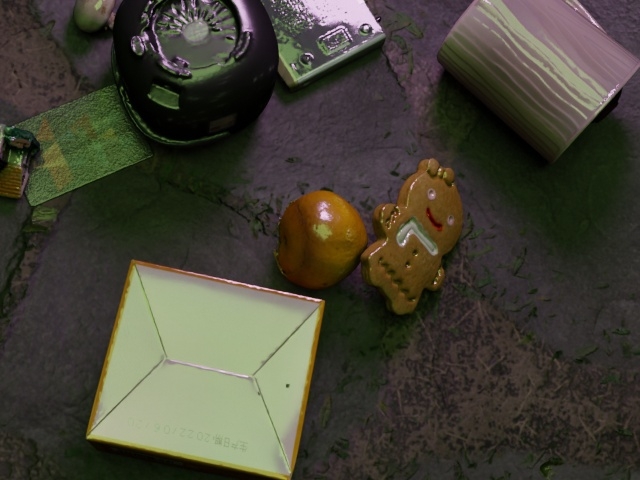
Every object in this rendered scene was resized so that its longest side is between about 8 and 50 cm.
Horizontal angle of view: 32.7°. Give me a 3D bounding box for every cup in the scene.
[{"bbox_3d":[0.369,-0.304,1.751,0.273,0.208,0.288,41,76,6],"label":"cup"}]

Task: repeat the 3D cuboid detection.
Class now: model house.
[{"bbox_3d":[-0.488,-0.121,1.659,0.088,0.100,0.100,13,80,0],"label":"model house"}]

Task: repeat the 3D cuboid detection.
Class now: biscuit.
[{"bbox_3d":[0.153,-0.008,1.693,0.184,0.035,0.249,52,59,-32],"label":"biscuit"}]

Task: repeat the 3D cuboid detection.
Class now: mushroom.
[{"bbox_3d":[-0.354,-0.369,1.761,0.079,0.085,0.085,31,71,-34],"label":"mushroom"}]

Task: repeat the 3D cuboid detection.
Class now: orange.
[{"bbox_3d":[0.000,0.000,1.666,0.134,0.156,0.156,8,74,-25],"label":"orange"}]

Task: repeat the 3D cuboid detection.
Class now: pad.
[{"bbox_3d":[-0.389,-0.154,1.732,0.211,0.003,0.143,-25,80,-12],"label":"pad"}]

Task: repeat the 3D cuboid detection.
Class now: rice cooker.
[{"bbox_3d":[-0.194,-0.279,1.671,0.267,0.224,0.267,1,78,-5],"label":"rice cooker"}]

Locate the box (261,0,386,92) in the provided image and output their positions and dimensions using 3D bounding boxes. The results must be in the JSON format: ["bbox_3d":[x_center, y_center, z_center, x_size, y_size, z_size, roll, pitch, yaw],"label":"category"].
[{"bbox_3d":[-0.033,-0.403,1.813,0.211,0.045,0.270,-28,81,-11],"label":"box"}]

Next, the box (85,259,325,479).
[{"bbox_3d":[-0.160,0.198,1.562,0.284,0.214,0.259,13,72,-4],"label":"box"}]
